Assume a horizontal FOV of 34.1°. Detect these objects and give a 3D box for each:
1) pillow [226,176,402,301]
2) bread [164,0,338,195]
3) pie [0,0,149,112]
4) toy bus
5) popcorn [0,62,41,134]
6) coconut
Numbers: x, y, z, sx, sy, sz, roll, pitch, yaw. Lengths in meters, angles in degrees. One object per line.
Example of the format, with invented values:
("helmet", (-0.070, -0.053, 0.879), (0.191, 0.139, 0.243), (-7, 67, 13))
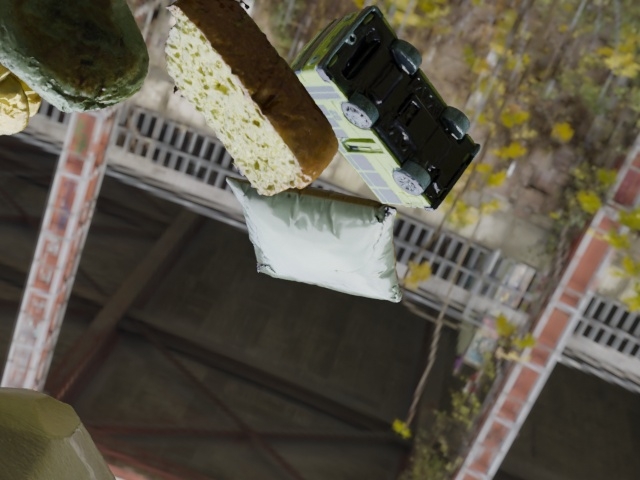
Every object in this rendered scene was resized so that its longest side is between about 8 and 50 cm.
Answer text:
("pillow", (0.000, 0.000, 1.897), (0.310, 0.312, 0.119), (14, -119, 18))
("bread", (-0.064, -0.125, 0.897), (0.065, 0.103, 0.187), (-43, -86, -24))
("pie", (-0.255, -0.215, 1.058), (0.186, 0.041, 0.187), (22, -126, -34))
("toy bus", (0.075, -0.171, 1.376), (0.262, 0.128, 0.150), (49, 158, -28))
("popcorn", (-0.389, -0.193, 1.187), (0.167, 0.152, 0.148), (41, 167, 3))
("coconut", (-0.363, 0.284, 1.179), (0.266, 0.237, 0.237), (60, -159, -15))
